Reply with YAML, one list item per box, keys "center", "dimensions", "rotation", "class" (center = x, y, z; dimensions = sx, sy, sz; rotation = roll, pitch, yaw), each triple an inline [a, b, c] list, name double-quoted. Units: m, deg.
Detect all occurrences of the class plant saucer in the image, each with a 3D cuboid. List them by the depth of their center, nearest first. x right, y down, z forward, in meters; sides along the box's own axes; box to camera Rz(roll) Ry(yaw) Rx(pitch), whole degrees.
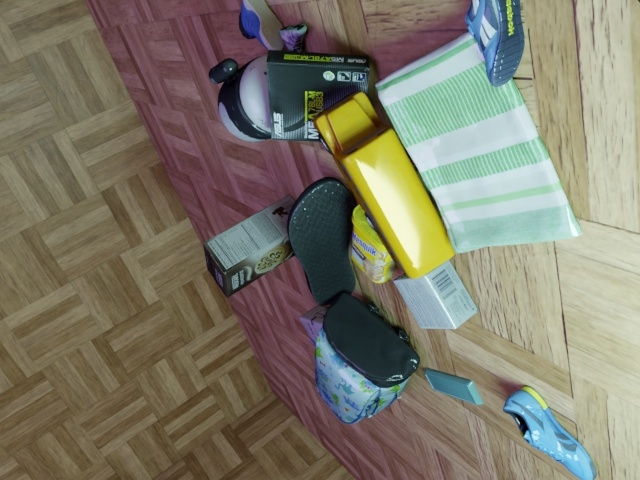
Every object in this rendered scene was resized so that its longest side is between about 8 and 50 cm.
- center: [0.323, 0.361, 1.400]
  dimensions: [0.067, 0.018, 0.192]
  rotation: [62, 159, -9]
  class: "plant saucer"

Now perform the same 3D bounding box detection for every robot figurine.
- center: [-0.125, -0.314, 1.258]
  dimensions: [0.278, 0.208, 0.174]
  rotation: [5, 109, 63]
  class: "robot figurine"

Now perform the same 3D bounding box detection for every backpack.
- center: [0.111, 0.360, 1.600]
  dimensions: [0.290, 0.273, 0.356]
  rotation: [41, 166, 22]
  class: "backpack"

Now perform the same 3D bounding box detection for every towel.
- center: [0.227, -0.135, 0.872]
  dimensions: [0.247, 0.038, 0.325]
  rotation: [-12, 108, 59]
  class: "towel"

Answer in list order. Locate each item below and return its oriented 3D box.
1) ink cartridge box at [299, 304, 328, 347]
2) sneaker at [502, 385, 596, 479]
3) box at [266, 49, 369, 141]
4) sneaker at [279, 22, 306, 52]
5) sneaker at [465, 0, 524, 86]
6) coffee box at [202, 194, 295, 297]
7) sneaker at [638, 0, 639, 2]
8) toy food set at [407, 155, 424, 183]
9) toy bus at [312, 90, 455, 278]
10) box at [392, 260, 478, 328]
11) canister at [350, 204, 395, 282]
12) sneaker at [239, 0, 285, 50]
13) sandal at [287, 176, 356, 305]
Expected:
- center: [0.032, 0.305, 1.867]
  dimensions: [0.148, 0.085, 0.203]
  rotation: [64, 157, -12]
  class: "ink cartridge box"
- center: [0.438, 0.389, 1.100]
  dimensions: [0.209, 0.082, 0.069]
  rotation: [51, 156, 13]
  class: "sneaker"
- center: [-0.006, -0.266, 1.071]
  dimensions: [0.191, 0.184, 0.045]
  rotation: [94, 178, -55]
  class: "box"
- center: [-0.045, -0.400, 1.149]
  dimensions: [0.098, 0.038, 0.069]
  rotation: [38, 154, 61]
  class: "sneaker"
- center: [0.220, -0.270, 0.721]
  dimensions: [0.059, 0.053, 0.144]
  rotation: [27, 134, 52]
  class: "sneaker"
- center: [-0.182, 0.017, 1.654]
  dimensions: [0.119, 0.297, 0.168]
  rotation: [50, 158, 20]
  class: "coffee box"
- center: [0.262, -0.339, 0.494]
  dimensions: [0.341, 0.125, 0.140]
  rotation: [58, -173, -7]
  class: "sneaker"
- center: [0.188, -0.143, 1.009]
  dimensions: [0.078, 0.019, 0.122]
  rotation: [61, 162, -8]
  class: "toy food set"
- center: [0.116, -0.100, 1.030]
  dimensions: [0.333, 0.108, 0.130]
  rotation: [58, 180, -20]
  class: "toy bus"
- center: [0.236, 0.114, 1.177]
  dimensions: [0.126, 0.072, 0.137]
  rotation: [59, 158, -4]
  class: "box"
- center: [0.124, 0.008, 1.283]
  dimensions: [0.126, 0.073, 0.170]
  rotation: [48, 158, 26]
  class: "canister"
- center: [-0.129, -0.452, 1.223]
  dimensions: [0.152, 0.058, 0.084]
  rotation: [60, 153, 8]
  class: "sneaker"
- center: [-0.002, 0.002, 1.446]
  dimensions: [0.446, 0.167, 0.107]
  rotation: [84, 164, -48]
  class: "sandal"
